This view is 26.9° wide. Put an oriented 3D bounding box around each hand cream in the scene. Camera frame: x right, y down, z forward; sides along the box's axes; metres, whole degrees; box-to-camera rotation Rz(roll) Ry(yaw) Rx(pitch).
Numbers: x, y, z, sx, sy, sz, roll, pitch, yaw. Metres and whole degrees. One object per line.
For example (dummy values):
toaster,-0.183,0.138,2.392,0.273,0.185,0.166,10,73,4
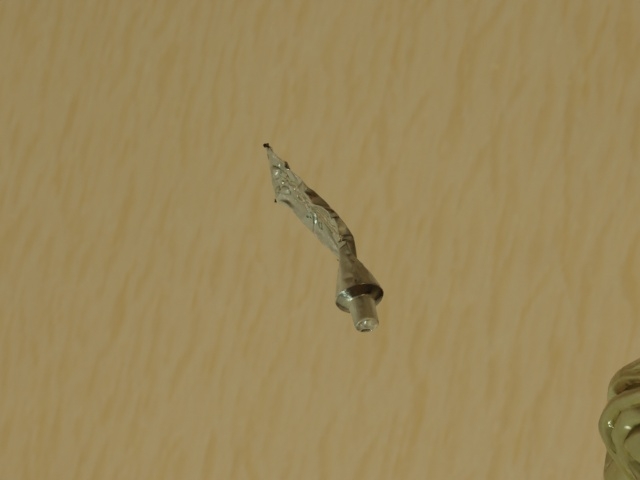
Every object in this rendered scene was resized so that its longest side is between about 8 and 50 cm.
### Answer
hand cream,0.004,-0.001,1.422,0.084,0.050,0.257,78,165,-47

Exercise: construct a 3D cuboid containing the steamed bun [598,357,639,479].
steamed bun,0.481,0.251,1.585,0.342,0.368,0.255,25,-158,36
